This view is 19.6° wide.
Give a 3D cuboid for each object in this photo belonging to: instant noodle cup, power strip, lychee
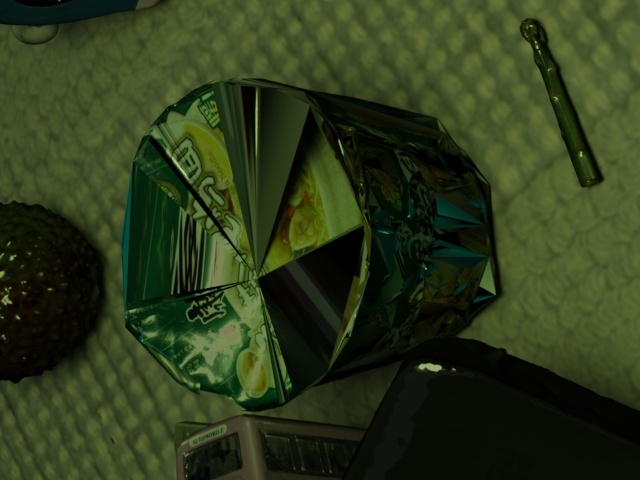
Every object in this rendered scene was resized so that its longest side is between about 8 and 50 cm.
[{"bbox_3d":[0.000,0.000,1.305,0.240,0.178,0.240,1,92,40],"label":"instant noodle cup"},{"bbox_3d":[-0.089,0.161,1.490,0.083,0.017,0.027,1,90,38],"label":"power strip"},{"bbox_3d":[-0.274,0.042,1.545,0.171,0.171,0.171,2,92,40],"label":"lychee"}]

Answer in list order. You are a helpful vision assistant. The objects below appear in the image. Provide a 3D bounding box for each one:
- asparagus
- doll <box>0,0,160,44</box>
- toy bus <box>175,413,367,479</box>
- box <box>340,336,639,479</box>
[{"bbox_3d":[0.164,-0.096,1.271,0.015,0.018,0.127,-20,76,3],"label":"asparagus"},{"bbox_3d":[-0.256,-0.330,1.470,0.284,0.240,0.310,117,136,-58],"label":"doll"},{"bbox_3d":[-0.006,0.183,1.308,0.096,0.199,0.108,-26,64,38],"label":"toy bus"},{"bbox_3d":[0.137,0.226,1.185,0.290,0.073,0.289,23,113,-2],"label":"box"}]
